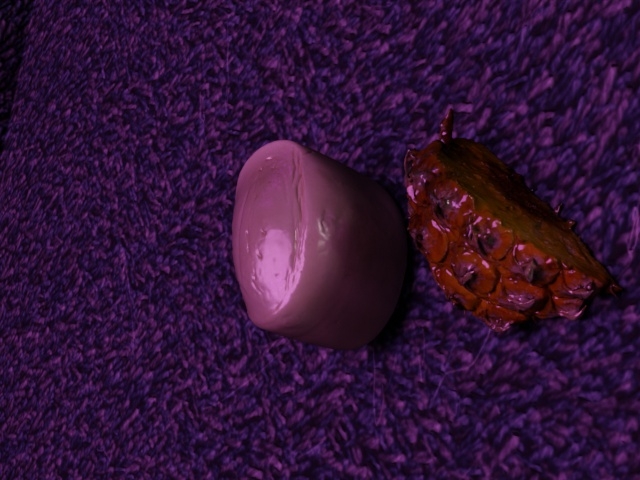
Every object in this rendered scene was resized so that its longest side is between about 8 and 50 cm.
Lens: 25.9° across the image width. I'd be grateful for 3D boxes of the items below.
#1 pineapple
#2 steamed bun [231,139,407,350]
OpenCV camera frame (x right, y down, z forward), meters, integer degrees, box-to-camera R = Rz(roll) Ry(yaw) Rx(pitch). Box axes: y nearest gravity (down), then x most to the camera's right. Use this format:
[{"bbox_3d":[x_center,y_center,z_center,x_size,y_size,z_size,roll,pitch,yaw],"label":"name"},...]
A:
[{"bbox_3d":[0.153,-0.005,1.508,0.158,0.161,0.334,-60,42,30],"label":"pineapple"},{"bbox_3d":[0.000,0.000,1.687,0.155,0.200,0.250,-31,51,32],"label":"steamed bun"}]
